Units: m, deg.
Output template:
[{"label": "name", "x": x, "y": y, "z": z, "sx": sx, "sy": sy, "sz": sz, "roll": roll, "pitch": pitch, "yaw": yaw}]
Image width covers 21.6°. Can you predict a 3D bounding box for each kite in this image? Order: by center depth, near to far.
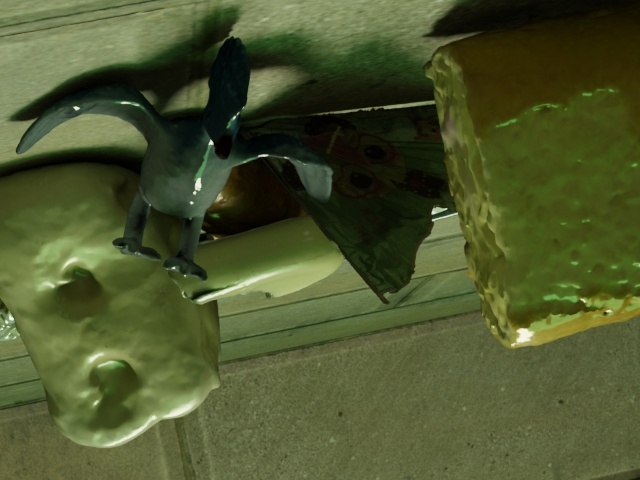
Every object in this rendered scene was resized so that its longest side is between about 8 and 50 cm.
[{"label": "kite", "x": 0.059, "y": -0.055, "z": 1.355, "sx": 0.268, "sy": 0.013, "sz": 0.323, "roll": 19, "pitch": -143, "yaw": 10}]

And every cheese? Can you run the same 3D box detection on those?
[{"label": "cheese", "x": 0.000, "y": 0.001, "z": 1.401, "sx": 0.235, "sy": 0.049, "sz": 0.127, "roll": -22, "pitch": 165, "yaw": 13}, {"label": "cheese", "x": -0.201, "y": 0.014, "z": 1.483, "sx": 0.174, "sy": 0.251, "sz": 0.248, "roll": -26, "pitch": -153, "yaw": 5}]

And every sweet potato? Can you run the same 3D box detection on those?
[{"label": "sweet potato", "x": -0.061, "y": -0.037, "z": 1.467, "sx": 0.106, "sy": 0.095, "sz": 0.354, "roll": 25, "pitch": 175, "yaw": 10}]

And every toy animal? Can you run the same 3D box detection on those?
[{"label": "toy animal", "x": -0.086, "y": -0.061, "z": 1.200, "sx": 0.239, "sy": 0.176, "sz": 0.255, "roll": 17, "pitch": -174, "yaw": -17}]

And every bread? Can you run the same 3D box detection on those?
[{"label": "bread", "x": 0.277, "y": -0.075, "z": 1.227, "sx": 0.375, "sy": 0.236, "sz": 0.165, "roll": -14, "pitch": -178, "yaw": -4}]

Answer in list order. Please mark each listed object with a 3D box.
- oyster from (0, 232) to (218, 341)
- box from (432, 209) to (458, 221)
[{"label": "oyster", "x": -0.225, "y": 0.049, "z": 1.774, "sx": 0.268, "sy": 0.112, "sz": 0.198, "roll": -13, "pitch": 172, "yaw": 29}, {"label": "box", "x": 0.138, "y": -0.066, "z": 1.670, "sx": 0.099, "sy": 0.074, "sz": 0.054, "roll": -14, "pitch": -174, "yaw": 15}]
